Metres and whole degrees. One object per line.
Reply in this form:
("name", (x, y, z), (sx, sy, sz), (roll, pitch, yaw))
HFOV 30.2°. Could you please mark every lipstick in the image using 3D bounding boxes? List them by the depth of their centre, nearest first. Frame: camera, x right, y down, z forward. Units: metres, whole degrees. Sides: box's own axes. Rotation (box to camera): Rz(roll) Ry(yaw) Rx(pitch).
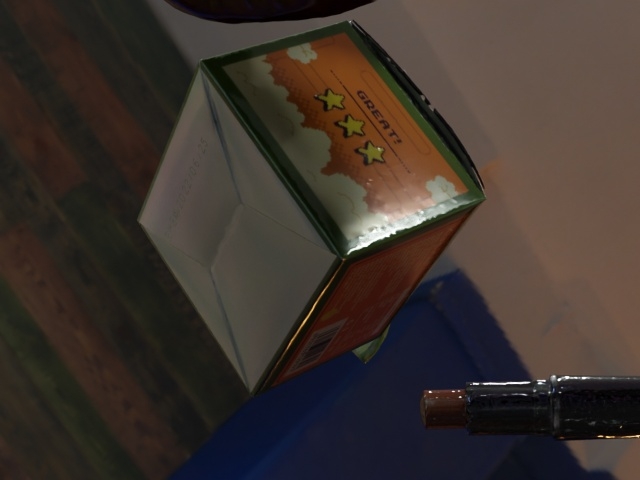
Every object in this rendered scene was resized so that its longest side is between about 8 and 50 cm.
("lipstick", (0.269, 0.201, 1.421), (0.300, 0.081, 0.081), (-1, -56, 6))

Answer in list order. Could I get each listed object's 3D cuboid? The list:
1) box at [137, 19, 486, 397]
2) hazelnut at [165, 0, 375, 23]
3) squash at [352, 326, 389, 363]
("box", (-0.012, -0.024, 0.870), (0.177, 0.148, 0.195), (55, -36, 20))
("hazelnut", (-0.015, -0.205, 0.635), (0.178, 0.178, 0.204), (49, -59, 1))
("squash", (0.000, 0.000, 1.203), (0.203, 0.111, 0.288), (44, 2, -4))
